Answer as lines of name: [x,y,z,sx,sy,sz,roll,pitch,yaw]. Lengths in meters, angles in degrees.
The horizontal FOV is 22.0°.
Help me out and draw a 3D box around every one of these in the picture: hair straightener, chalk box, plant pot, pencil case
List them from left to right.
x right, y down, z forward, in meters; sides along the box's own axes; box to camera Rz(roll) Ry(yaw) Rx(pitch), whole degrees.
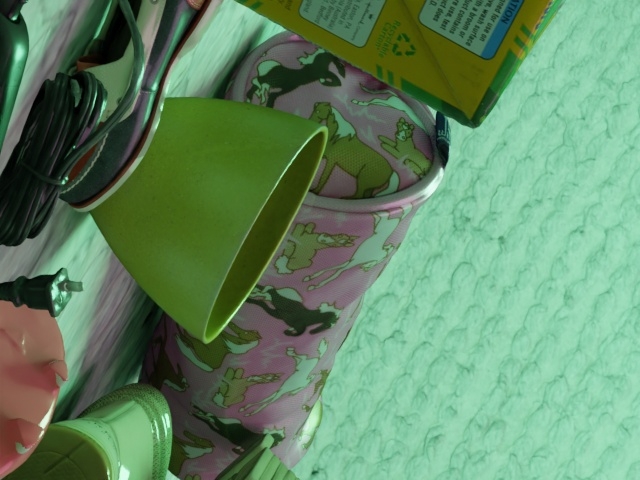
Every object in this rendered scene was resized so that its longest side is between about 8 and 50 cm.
hair straightener: [-0.117,-0.010,0.600,0.230,0.089,0.047,-62,170,9]
plant pot: [-0.069,-0.026,0.894,0.134,0.095,0.134,-59,174,-10]
pencil case: [-0.032,0.028,1.196,0.167,0.160,0.386,-8,145,-25]
chalk box: [0.076,-0.213,0.839,0.180,0.179,0.289,-64,173,31]

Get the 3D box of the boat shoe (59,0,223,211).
boat shoe: [-0.090,-0.078,0.744,0.043,0.049,0.137,21,103,-41]

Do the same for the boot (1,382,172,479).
boot: [-0.189,0.220,1.084,0.262,0.095,0.203,-65,175,9]

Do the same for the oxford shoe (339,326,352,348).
oxford shoe: [0.000,0.000,1.502,0.348,0.123,0.130,-63,179,31]

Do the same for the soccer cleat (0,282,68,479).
soccer cleat: [-0.191,0.110,0.682,0.095,0.083,0.248,-27,-155,41]

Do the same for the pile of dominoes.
pile of dominoes: [-0.118,0.245,1.152,0.251,0.040,0.196,-43,-177,18]
